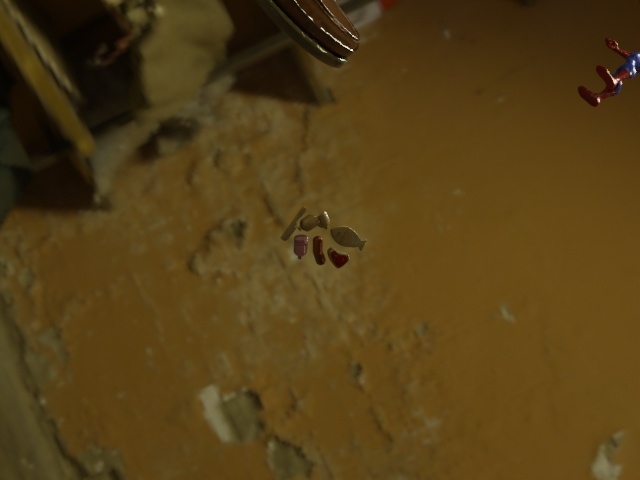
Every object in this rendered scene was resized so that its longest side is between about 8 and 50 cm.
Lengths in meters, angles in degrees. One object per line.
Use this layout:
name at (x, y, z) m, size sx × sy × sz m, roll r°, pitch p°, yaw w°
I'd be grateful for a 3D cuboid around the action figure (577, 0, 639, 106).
action figure at (0.555, -0.351, 2.388) m, size 0.139 × 0.280 × 0.091 m, roll 54°, pitch -40°, yaw 12°

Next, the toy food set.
toy food set at (0.000, 0.000, 1.843) m, size 0.122 × 0.078 × 0.019 m, roll 34°, pitch 4°, yaw -33°

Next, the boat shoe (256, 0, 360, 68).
boat shoe at (-0.041, -0.306, 1.378) m, size 0.307 × 0.104 × 0.111 m, roll 42°, pitch 15°, yaw -36°
